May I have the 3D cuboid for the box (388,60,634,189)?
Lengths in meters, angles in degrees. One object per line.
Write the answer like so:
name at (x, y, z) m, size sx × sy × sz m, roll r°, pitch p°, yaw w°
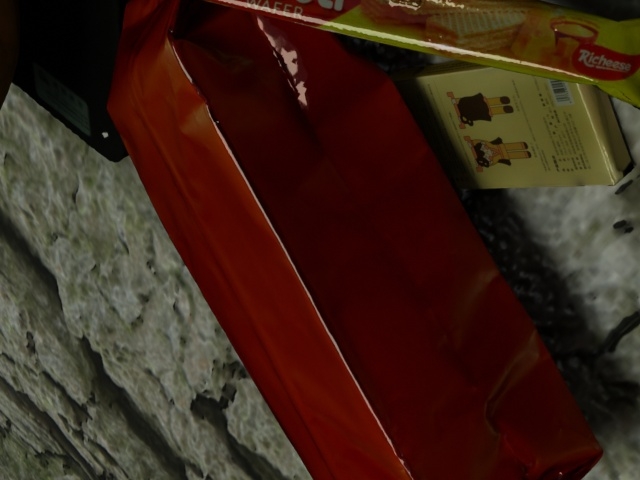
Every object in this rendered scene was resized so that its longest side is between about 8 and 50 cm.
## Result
box at (0.096, -0.063, 0.641) m, size 0.149 × 0.020 × 0.073 m, roll 2°, pitch 122°, yaw 52°

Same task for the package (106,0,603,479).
package at (0.001, 0.001, 0.707) m, size 0.423 × 0.123 × 0.196 m, roll 62°, pitch 157°, yaw -3°

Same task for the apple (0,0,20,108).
apple at (-0.376, -0.154, 0.771) m, size 0.364 × 0.364 × 0.364 m, roll 34°, pitch 143°, yaw 30°

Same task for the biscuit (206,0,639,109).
biscuit at (0.029, -0.113, 0.569) m, size 0.292 × 0.026 × 0.048 m, roll 15°, pitch 102°, yaw 14°

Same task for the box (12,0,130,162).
box at (-0.248, -0.227, 0.911) m, size 0.350 × 0.058 × 0.211 m, roll 38°, pitch 145°, yaw 26°
